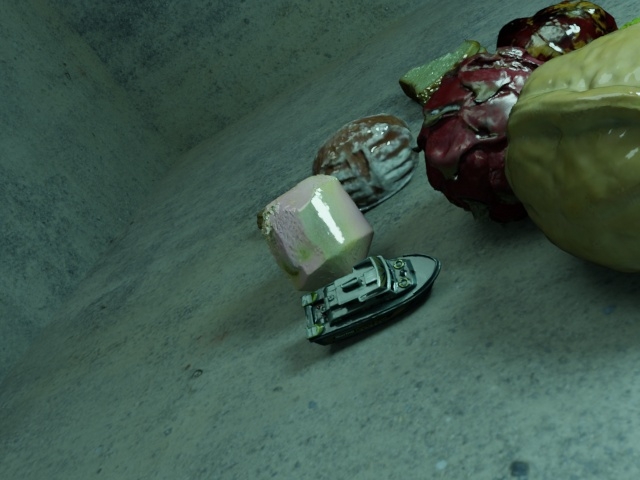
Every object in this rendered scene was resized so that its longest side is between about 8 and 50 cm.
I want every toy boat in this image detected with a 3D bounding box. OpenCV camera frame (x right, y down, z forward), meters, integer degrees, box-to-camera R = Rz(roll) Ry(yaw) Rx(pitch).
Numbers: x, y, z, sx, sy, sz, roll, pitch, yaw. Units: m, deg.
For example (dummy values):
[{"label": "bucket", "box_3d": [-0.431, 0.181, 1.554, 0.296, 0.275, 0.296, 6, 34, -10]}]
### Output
[{"label": "toy boat", "box_3d": [0.097, 0.102, 1.287, 0.296, 0.122, 0.114, -27, 50, 19]}]

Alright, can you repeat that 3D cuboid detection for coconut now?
[{"label": "coconut", "box_3d": [0.000, 0.000, 1.480, 0.233, 0.245, 0.233, -30, -10, -6]}]

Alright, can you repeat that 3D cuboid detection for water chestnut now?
[{"label": "water chestnut", "box_3d": [0.514, -0.383, 1.454, 0.289, 0.244, 0.289, -27, 19, 10]}]

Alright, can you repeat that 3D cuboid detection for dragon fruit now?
[{"label": "dragon fruit", "box_3d": [0.338, -0.201, 1.264, 0.329, 0.329, 0.329, -31, 23, 15]}]

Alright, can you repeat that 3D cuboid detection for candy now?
[{"label": "candy", "box_3d": [0.117, -0.197, 1.709, 0.289, 0.214, 0.157, -34, 28, 9]}]

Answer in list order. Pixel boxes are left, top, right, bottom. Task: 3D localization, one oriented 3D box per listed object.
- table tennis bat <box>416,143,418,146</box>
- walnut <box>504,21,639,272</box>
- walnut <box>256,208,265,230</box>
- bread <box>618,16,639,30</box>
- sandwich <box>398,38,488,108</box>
[{"label": "table tennis bat", "box_3d": [0.221, -0.221, 1.864, 0.154, 0.019, 0.098, -35, 22, 13]}, {"label": "walnut", "box_3d": [0.449, -0.132, 0.955, 0.381, 0.381, 0.381, -31, 23, 15]}, {"label": "walnut", "box_3d": [-0.155, -0.062, 2.036, 0.096, 0.082, 0.079, 12, 81, 60]}, {"label": "bread", "box_3d": [0.728, -0.464, 1.507, 0.130, 0.071, 0.139, -23, 27, 22]}, {"label": "sandwich", "box_3d": [0.387, -0.521, 2.081, 0.254, 0.099, 0.288, -41, 22, 8]}]
